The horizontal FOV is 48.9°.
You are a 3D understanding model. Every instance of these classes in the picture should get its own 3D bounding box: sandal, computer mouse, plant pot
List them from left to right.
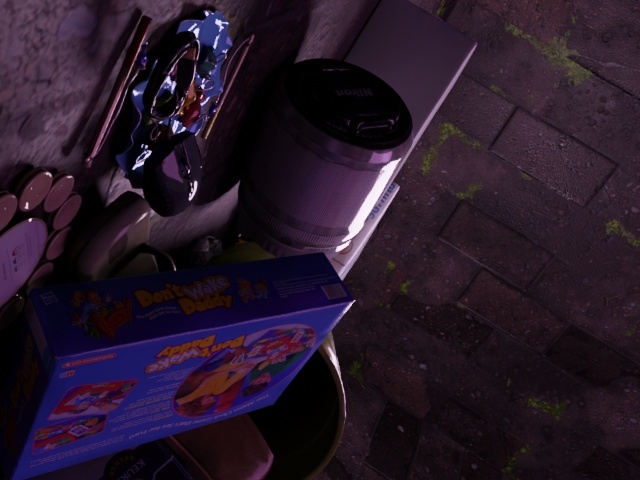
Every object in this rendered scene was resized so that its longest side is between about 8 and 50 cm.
[{"bbox_3d":[-0.207,0.045,0.768,0.120,0.086,0.303,-56,180,-20],"label":"sandal"},{"bbox_3d":[-0.127,-0.092,0.643,0.071,0.041,0.242,-45,169,-28],"label":"computer mouse"},{"bbox_3d":[-0.129,0.174,1.178,0.366,0.366,0.353,-60,-174,22],"label":"plant pot"}]

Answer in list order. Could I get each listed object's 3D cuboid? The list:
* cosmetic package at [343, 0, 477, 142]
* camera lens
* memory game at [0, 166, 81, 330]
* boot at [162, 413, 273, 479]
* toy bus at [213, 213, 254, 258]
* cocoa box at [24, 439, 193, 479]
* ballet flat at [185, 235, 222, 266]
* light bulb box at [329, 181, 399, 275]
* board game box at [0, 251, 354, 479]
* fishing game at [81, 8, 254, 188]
[{"bbox_3d":[0.127,-0.285,1.458,0.385,0.217,0.156,-56,176,2],"label":"cosmetic package"},{"bbox_3d":[0.001,-0.123,1.092,0.219,0.219,0.274,-53,174,-47],"label":"camera lens"},{"bbox_3d":[-0.257,0.021,0.565,0.186,0.012,0.186,-57,176,-6],"label":"memory game"},{"bbox_3d":[-0.186,0.234,0.983,0.115,0.305,0.112,-40,-171,-13],"label":"boot"},{"bbox_3d":[-0.079,0.032,1.380,0.220,0.211,0.149,-61,174,17],"label":"toy bus"},{"bbox_3d":[-0.302,0.411,0.861,0.347,0.228,0.231,-39,168,-24],"label":"cocoa box"},{"bbox_3d":[-0.192,0.013,1.156,0.041,0.041,0.114,-59,176,15],"label":"ballet flat"},{"bbox_3d":[0.000,0.000,1.965,0.358,0.225,0.361,-54,173,-39],"label":"light bulb box"},{"bbox_3d":[-0.159,0.132,0.781,0.347,0.078,0.233,-6,142,-41],"label":"board game box"},{"bbox_3d":[-0.134,-0.133,0.690,0.189,0.041,0.264,-61,175,15],"label":"fishing game"}]
